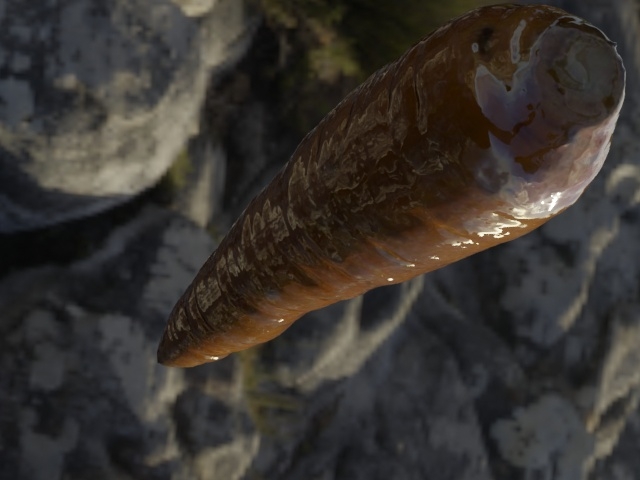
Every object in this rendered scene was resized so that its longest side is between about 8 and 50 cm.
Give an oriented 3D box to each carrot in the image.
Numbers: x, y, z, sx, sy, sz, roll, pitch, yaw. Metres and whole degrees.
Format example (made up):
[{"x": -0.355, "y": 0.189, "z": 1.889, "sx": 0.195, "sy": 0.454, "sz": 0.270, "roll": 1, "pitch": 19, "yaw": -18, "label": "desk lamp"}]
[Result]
[{"x": 0.000, "y": 0.000, "z": 0.402, "sx": 0.048, "sy": 0.216, "sz": 0.048, "roll": 11, "pitch": 66, "yaw": -26, "label": "carrot"}]
